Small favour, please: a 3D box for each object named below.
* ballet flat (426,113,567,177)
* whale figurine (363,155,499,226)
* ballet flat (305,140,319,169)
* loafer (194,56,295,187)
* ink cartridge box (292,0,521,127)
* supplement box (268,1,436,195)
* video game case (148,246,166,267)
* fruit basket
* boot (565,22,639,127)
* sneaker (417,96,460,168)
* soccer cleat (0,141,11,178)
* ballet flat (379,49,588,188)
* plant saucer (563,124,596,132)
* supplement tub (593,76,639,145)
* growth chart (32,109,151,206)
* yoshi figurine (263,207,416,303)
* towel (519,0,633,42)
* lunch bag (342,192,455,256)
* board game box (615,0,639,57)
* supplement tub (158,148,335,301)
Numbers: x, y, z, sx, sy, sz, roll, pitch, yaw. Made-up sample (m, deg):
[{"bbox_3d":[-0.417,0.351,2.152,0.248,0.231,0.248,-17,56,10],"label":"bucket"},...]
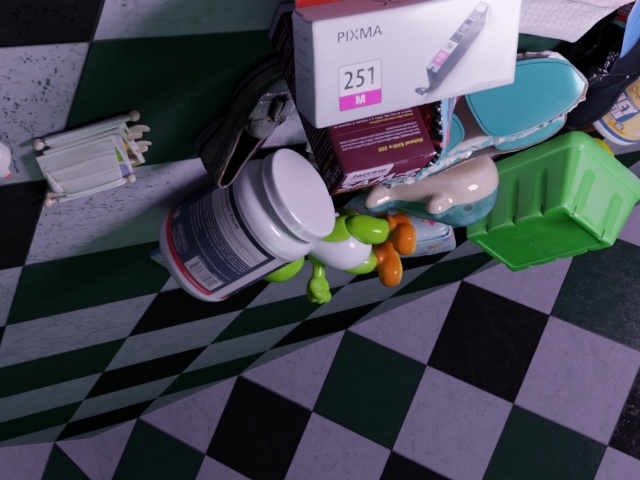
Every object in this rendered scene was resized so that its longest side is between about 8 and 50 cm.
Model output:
[{"bbox_3d":[0.304,-0.210,1.652,0.316,0.108,0.106,-16,-163,9],"label":"ballet flat"},{"bbox_3d":[0.222,-0.091,1.747,0.272,0.216,0.141,-11,122,5],"label":"whale figurine"},{"bbox_3d":[0.007,-0.157,1.527,0.070,0.070,0.188,-19,163,-5],"label":"ballet flat"},{"bbox_3d":[-0.095,-0.170,1.282,0.096,0.084,0.267,-8,160,-38],"label":"loafer"},{"bbox_3d":[0.103,-0.272,0.988,0.275,0.060,0.239,-15,127,-19],"label":"ink cartridge box"},{"bbox_3d":[0.036,-0.187,1.097,0.130,0.239,0.073,-14,164,-20],"label":"supplement box"},{"bbox_3d":[-0.282,0.026,1.838,0.119,0.015,0.166,-22,164,2],"label":"video game case"},{"bbox_3d":[0.541,-0.136,1.989,0.283,0.392,0.392,34,135,-24],"label":"fruit basket"},{"bbox_3d":[0.485,-0.295,1.571,0.207,0.094,0.246,-10,155,-45],"label":"boot"},{"bbox_3d":[0.189,-0.224,1.309,0.125,0.104,0.262,-30,145,-31],"label":"sneaker"},{"bbox_3d":[-0.492,-0.082,1.130,0.196,0.068,0.076,-26,149,15],"label":"soccer cleat"},{"bbox_3d":[0.256,-0.224,1.530,0.408,0.147,0.147,-22,165,16],"label":"ballet flat"},{"bbox_3d":[0.618,-0.284,1.895,0.198,0.036,0.198,-18,164,-5],"label":"plant saucer"},{"bbox_3d":[0.635,-0.290,1.693,0.144,0.144,0.199,-10,161,-32],"label":"supplement tub"},{"bbox_3d":[-0.334,-0.116,1.280,0.172,0.021,0.237,-16,164,-17],"label":"growth chart"},{"bbox_3d":[0.001,0.025,1.721,0.362,0.204,0.203,6,178,-13],"label":"yoshi figurine"},{"bbox_3d":[0.366,-0.372,1.174,0.331,0.053,0.317,-4,163,-41],"label":"towel"},{"bbox_3d":[0.165,-0.029,1.966,0.262,0.160,0.223,-11,170,8],"label":"lunch bag"},{"bbox_3d":[0.503,-0.376,1.382,0.133,0.033,0.169,-54,158,-9],"label":"board game box"},{"bbox_3d":[-0.131,-0.025,1.527,0.272,0.191,0.191,-29,163,27],"label":"supplement tub"}]
